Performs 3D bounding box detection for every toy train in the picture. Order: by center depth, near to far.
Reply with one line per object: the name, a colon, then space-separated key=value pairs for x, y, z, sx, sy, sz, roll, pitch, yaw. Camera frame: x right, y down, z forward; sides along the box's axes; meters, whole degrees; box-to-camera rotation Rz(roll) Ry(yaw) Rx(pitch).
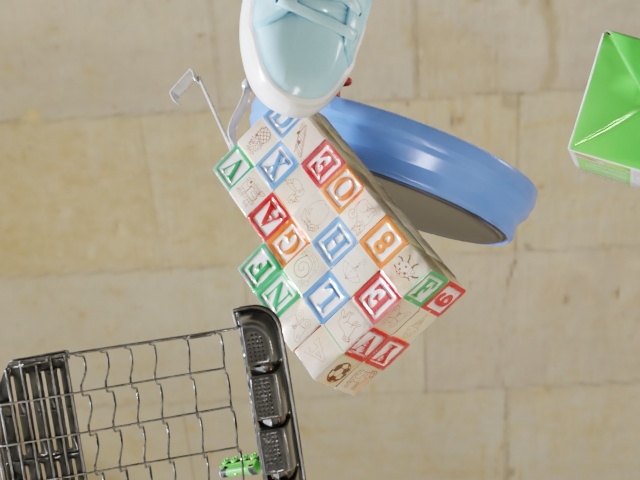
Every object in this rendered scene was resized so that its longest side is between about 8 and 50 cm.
toy train: x=-0.073 y=0.236 z=1.424 sx=0.083 sy=0.017 sz=0.023 roll=-16 pitch=-149 yaw=30

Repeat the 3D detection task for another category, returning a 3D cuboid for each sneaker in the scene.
sneaker: x=0.014 y=-0.306 z=1.353 sx=0.135 sy=0.150 sz=0.366 roll=16 pitch=-107 yaw=-10

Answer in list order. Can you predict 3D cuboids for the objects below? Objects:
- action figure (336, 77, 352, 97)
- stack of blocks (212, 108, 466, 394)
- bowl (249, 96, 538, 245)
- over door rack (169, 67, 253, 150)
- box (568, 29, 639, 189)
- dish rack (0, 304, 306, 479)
action figure: x=-0.011 y=-0.183 z=1.734 sx=0.115 sy=0.038 sz=0.030 roll=-22 pitch=170 yaw=23
stack of blocks: x=0.000 y=0.000 z=1.488 sx=0.171 sy=0.087 sz=0.297 roll=-44 pitch=-124 yaw=12
bowl: x=0.087 y=-0.088 z=1.766 sx=0.391 sy=0.391 sz=0.077 roll=17 pitch=-97 yaw=28
over door rack: x=-0.074 y=-0.161 z=2.100 sx=0.108 sy=0.239 sz=0.324 roll=-52 pitch=-147 yaw=3
box: x=0.391 y=-0.100 z=1.339 sx=0.262 sy=0.126 sz=0.231 roll=18 pitch=-179 yaw=12
dish rack: x=-0.155 y=0.181 z=1.242 sx=0.272 sy=0.208 sz=0.074 roll=-9 pitch=-178 yaw=-3
